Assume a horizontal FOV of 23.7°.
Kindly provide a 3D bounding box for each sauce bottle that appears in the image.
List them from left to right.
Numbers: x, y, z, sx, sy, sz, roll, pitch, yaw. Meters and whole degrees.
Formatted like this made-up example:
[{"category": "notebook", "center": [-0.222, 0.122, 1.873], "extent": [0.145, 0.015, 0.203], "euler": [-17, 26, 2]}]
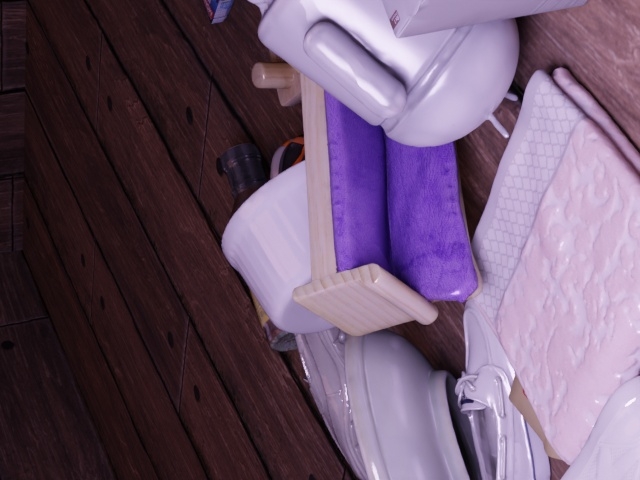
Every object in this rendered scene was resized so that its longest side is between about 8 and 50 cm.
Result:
[{"category": "sauce bottle", "center": [-0.083, 0.004, 2.466], "extent": [0.111, 0.111, 0.344], "euler": [123, 132, -58]}]

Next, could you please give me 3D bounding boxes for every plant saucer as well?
[{"category": "plant saucer", "center": [0.146, 0.278, 1.917], "extent": [0.400, 0.100, 0.401], "euler": [-19, -90, -78]}]

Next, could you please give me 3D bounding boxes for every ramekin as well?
[{"category": "ramekin", "center": [0.021, 0.005, 2.030], "extent": [0.135, 0.277, 0.277], "euler": [60, 151, 23]}]

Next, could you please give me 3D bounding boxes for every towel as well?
[{"category": "towel", "center": [0.270, 0.027, 1.672], "extent": [0.317, 0.053, 0.332], "euler": [-119, 34, -41]}]

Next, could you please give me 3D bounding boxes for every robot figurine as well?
[{"category": "robot figurine", "center": [0.073, -0.239, 1.682], "extent": [0.200, 0.353, 0.300], "euler": [-49, 8, 40]}]

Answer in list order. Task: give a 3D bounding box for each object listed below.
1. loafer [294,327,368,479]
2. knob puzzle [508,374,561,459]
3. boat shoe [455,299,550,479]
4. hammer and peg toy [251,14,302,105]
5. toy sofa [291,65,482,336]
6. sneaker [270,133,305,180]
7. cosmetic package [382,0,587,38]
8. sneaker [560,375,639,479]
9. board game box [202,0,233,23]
[{"category": "loafer", "center": [0.035, 0.202, 2.226], "extent": [0.111, 0.112, 0.319], "euler": [2, 110, 56]}, {"category": "knob puzzle", "center": [0.293, 0.167, 1.735], "extent": [0.213, 0.030, 0.213], "euler": [-167, 75, -63]}, {"category": "boat shoe", "center": [0.211, 0.191, 1.880], "extent": [0.095, 0.084, 0.258], "euler": [137, 121, -64]}, {"category": "hammer and peg toy", "center": [-0.006, -0.289, 2.076], "extent": [0.266, 0.127, 0.361], "euler": [-29, 68, 56]}, {"category": "toy sofa", "center": [0.067, -0.084, 1.804], "extent": [0.177, 0.150, 0.363], "euler": [-17, 61, 26]}, {"category": "sneaker", "center": [0.000, 0.000, 2.252], "extent": [0.180, 0.124, 0.321], "euler": [179, 82, -68]}, {"category": "cosmetic package", "center": [0.182, -0.292, 1.556], "extent": [0.127, 0.238, 0.107], "euler": [131, 125, -61]}, {"category": "sneaker", "center": [0.333, 0.302, 1.609], "extent": [0.169, 0.108, 0.293], "euler": [-118, 30, -43]}, {"category": "board game box", "center": [-0.177, -0.472, 2.565], "extent": [0.194, 0.060, 0.194], "euler": [117, 138, -57]}]
